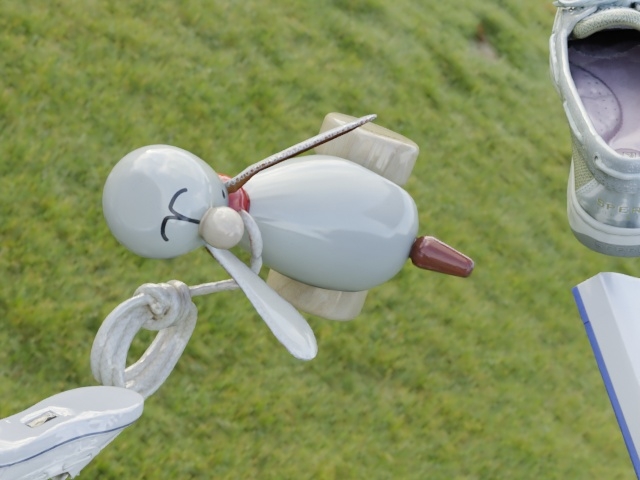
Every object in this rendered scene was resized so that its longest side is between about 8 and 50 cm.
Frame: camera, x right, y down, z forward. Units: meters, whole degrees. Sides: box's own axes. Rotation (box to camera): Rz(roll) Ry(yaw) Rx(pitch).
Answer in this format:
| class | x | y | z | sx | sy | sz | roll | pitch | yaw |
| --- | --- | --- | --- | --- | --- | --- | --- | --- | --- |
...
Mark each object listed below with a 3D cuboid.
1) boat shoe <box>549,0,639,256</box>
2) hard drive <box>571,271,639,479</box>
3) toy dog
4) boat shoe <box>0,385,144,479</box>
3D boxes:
| class | x | y | z | sx | sy | sz | roll | pitch | yaw |
| --- | --- | --- | --- | --- | --- | --- | --- | --- | --- |
| boat shoe | 0.240 | -0.133 | 0.961 | 0.118 | 0.103 | 0.320 | 3 | 48 | 11 |
| hard drive | 0.310 | 0.186 | 0.923 | 0.210 | 0.040 | 0.318 | 12 | 54 | -45 |
| toy dog | 0.000 | 0.000 | 0.869 | 0.161 | 0.220 | 0.334 | 22 | 30 | 26 |
| boat shoe | -0.127 | 0.100 | 0.593 | 0.035 | 0.035 | 0.100 | 19 | 22 | 30 |
